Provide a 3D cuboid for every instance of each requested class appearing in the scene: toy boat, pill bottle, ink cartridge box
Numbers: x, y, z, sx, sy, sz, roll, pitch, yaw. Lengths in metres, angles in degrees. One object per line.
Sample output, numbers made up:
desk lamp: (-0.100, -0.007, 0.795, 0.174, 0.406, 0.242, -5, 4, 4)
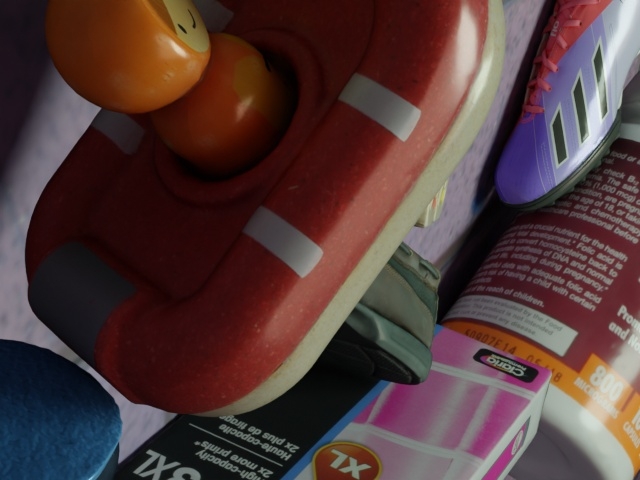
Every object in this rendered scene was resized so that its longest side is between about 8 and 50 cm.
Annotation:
toy boat: (-0.042, -0.058, 0.514, 0.231, 0.151, 0.151, -55, 139, -4)
pill bottle: (0.281, 0.032, 1.282, 0.392, 0.224, 0.224, -53, 154, -19)
ink cartridge box: (-0.006, 0.154, 0.839, 0.371, 0.176, 0.069, -40, 145, -50)

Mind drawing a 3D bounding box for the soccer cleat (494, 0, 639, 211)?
soccer cleat: (0.239, -0.175, 1.241, 0.116, 0.108, 0.318, 39, 81, -36)

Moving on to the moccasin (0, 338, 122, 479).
moccasin: (-0.214, 0.143, 0.446, 0.342, 0.138, 0.117, -27, 140, -39)

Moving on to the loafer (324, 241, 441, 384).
loafer: (0.000, 0.000, 0.801, 0.267, 0.096, 0.084, 48, 59, -52)

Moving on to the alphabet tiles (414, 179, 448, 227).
alphabet tiles: (0.098, -0.149, 0.900, 0.278, 0.021, 0.284, -21, 123, -81)
